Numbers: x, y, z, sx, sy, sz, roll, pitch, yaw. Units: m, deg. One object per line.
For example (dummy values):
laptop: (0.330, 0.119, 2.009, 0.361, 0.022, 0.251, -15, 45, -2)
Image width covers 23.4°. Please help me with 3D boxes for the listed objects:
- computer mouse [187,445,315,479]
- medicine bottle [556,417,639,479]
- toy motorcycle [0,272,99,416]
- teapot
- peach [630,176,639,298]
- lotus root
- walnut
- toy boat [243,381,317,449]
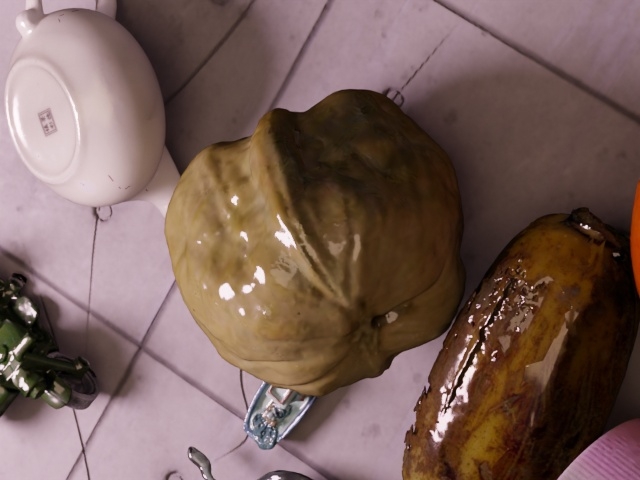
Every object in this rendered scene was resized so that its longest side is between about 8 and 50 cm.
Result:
computer mouse: (0.003, 0.343, 1.648, 0.379, 0.090, 0.167, 42, 108, 15)
medicine bottle: (0.359, 0.338, 1.401, 0.325, 0.256, 0.256, 37, 108, 31)
toy motorcycle: (-0.396, 0.132, 1.729, 0.275, 0.127, 0.205, 43, 105, 12)
teapot: (-0.242, -0.160, 1.634, 0.208, 0.165, 0.300, -14, 85, 60)
peach: (0.439, -0.024, 1.316, 0.370, 0.370, 0.370, 2, 98, 18)
lotus root: (0.197, 0.154, 1.496, 0.179, 0.196, 0.398, 32, 110, 26)
walnut: (0.002, -0.001, 1.501, 0.282, 0.253, 0.277, -38, 51, 26)
toy boat: (-0.036, 0.163, 1.645, 0.059, 0.066, 0.140, 39, 106, 13)
